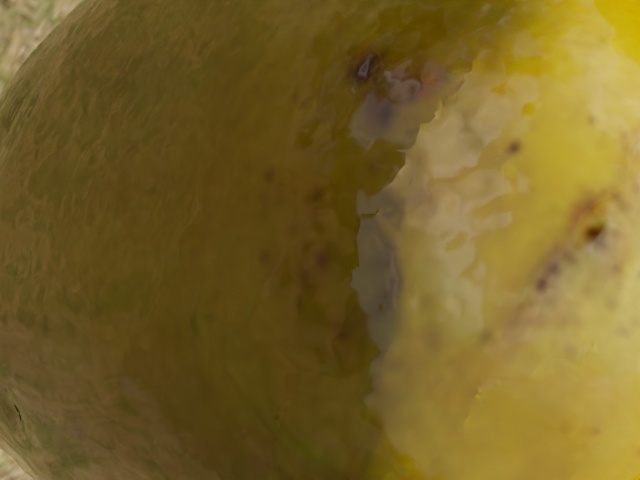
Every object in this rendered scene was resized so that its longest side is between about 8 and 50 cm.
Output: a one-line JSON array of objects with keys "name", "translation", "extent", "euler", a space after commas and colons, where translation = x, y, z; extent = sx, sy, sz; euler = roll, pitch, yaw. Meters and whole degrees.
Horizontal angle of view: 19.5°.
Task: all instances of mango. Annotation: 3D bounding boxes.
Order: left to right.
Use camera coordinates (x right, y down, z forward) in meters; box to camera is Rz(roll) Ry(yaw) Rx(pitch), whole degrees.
[{"name": "mango", "translation": [0.000, 0.000, 0.744], "extent": [0.232, 0.446, 0.300], "euler": [25, 71, -39]}]
